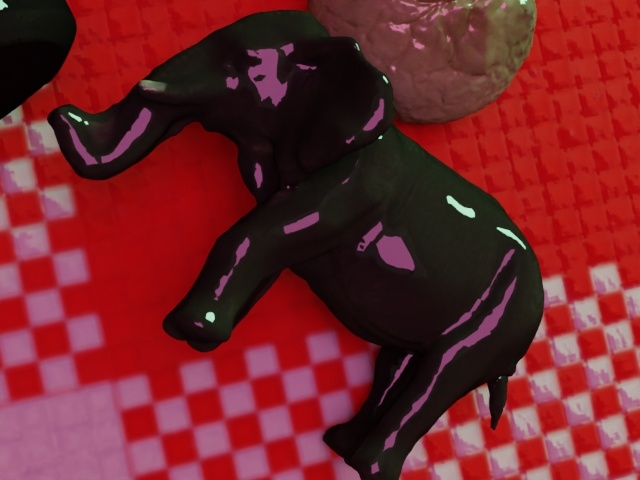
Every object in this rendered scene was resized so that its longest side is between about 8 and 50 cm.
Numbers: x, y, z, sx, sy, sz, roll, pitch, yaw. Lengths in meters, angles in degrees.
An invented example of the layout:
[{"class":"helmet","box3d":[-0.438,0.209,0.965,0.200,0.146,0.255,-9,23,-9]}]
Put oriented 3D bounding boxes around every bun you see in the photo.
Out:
[{"class":"bun","box3d":[0.052,-0.114,0.500,0.115,0.069,0.115,1,86,-12]}]

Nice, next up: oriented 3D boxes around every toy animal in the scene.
[{"class":"toy animal","box3d":[-0.003,-0.002,0.467,0.245,0.114,0.146,40,84,-29]}]

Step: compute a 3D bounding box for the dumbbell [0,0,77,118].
[{"class":"dumbbell","box3d":[-0.211,-0.136,0.400,0.152,0.152,0.218,-31,92,-14]}]
